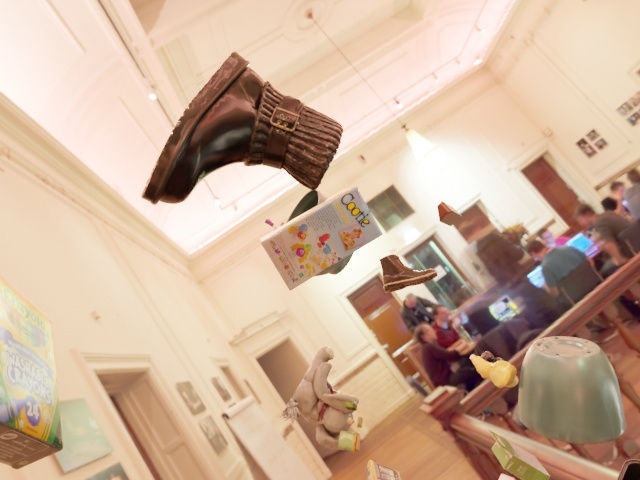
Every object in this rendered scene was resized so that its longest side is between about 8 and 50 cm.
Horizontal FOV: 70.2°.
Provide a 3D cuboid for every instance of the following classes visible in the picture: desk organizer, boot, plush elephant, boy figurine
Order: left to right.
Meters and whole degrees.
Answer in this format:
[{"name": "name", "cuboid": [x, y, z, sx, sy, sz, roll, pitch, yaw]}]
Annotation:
[{"name": "boot", "cuboid": [-0.116, -0.149, 0.796, 0.131, 0.260, 0.348, -29, 30, 58]}, {"name": "plush elephant", "cuboid": [0.031, 0.618, 1.729, 0.330, 0.255, 0.272, -42, -26, -59]}, {"name": "boot", "cuboid": [0.313, 0.098, 1.658, 0.198, 0.137, 0.077, -16, -20, 12]}, {"name": "desk organizer", "cuboid": [0.406, -0.085, 1.465, 0.050, 0.047, 0.130, -47, -27, 18]}, {"name": "boy figurine", "cuboid": [0.618, 0.456, 1.613, 0.092, 0.177, 0.285, -62, -16, -3]}]

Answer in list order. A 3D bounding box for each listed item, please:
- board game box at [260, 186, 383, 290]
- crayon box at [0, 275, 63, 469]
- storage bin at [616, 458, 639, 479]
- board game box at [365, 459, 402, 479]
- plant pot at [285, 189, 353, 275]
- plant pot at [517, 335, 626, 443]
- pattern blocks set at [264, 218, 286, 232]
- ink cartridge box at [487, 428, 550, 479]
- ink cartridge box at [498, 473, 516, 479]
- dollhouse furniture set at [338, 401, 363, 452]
[{"name": "board game box", "cuboid": [-0.003, -0.010, 1.191, 0.275, 0.144, 0.142, -30, 8, -4]}, {"name": "crayon box", "cuboid": [-0.547, 0.199, 0.788, 0.083, 0.323, 0.203, -21, -34, -13]}, {"name": "storage bin", "cuboid": [0.441, 0.391, 0.588, 0.122, 0.084, 0.180, 11, 25, 44]}, {"name": "board game box", "cuboid": [0.258, 0.965, 1.815, 0.170, 0.141, 0.048, -74, 5, -87]}, {"name": "plant pot", "cuboid": [0.000, 0.000, 1.523, 0.293, 0.196, 0.293, -52, 23, 32]}, {"name": "plant pot", "cuboid": [0.756, 0.433, 1.393, 0.293, 0.235, 0.293, -6, 6, 1]}, {"name": "pattern blocks set", "cuboid": [-0.114, 0.003, 1.979, 0.026, 0.325, 0.285, -55, -25, 12]}, {"name": "ink cartridge box", "cuboid": [0.658, 0.743, 1.552, 0.062, 0.209, 0.109, -57, 6, 8]}, {"name": "ink cartridge box", "cuboid": [0.644, 0.889, 1.606, 0.115, 0.029, 0.063, -49, 9, -23]}, {"name": "dollhouse furniture set", "cuboid": [0.099, 0.635, 1.549, 0.076, 0.152, 0.058, -1, -28, 21]}]
